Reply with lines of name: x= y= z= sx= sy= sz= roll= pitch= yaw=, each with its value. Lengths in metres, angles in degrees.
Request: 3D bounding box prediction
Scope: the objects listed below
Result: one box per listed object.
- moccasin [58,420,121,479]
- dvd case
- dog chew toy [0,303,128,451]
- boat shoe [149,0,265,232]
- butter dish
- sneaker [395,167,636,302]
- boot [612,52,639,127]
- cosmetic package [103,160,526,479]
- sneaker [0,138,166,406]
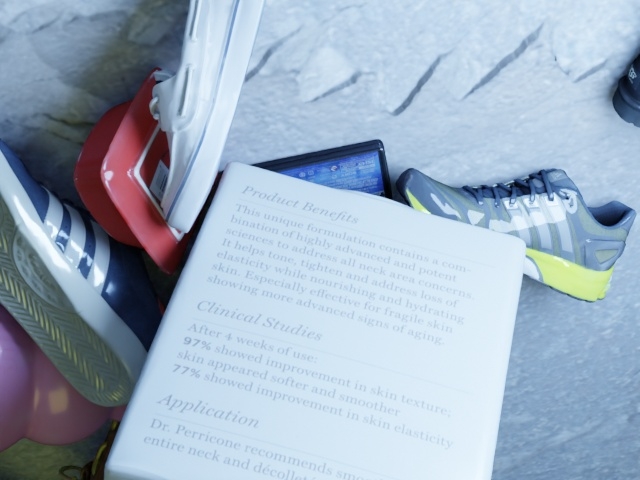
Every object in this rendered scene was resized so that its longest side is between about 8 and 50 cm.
moccasin: x=-0.257 y=0.329 z=1.523 sx=0.139 sy=0.147 sz=0.380 roll=-2 pitch=134 yaw=-25
dvd case: x=0.000 y=0.000 z=1.353 sx=0.180 sy=0.022 sz=0.253 roll=-12 pitch=134 yaw=1
dog chew toy: x=-0.315 y=0.142 z=1.326 sx=0.332 sy=0.206 sz=0.206 roll=2 pitch=134 yaw=-21
boat shoe: x=-0.120 y=-0.139 z=1.118 sx=0.084 sy=0.095 sz=0.258 roll=16 pitch=96 yaw=-5
butter dish: x=-0.194 y=-0.067 z=1.193 sx=0.118 sy=0.160 sz=0.160 roll=-1 pitch=139 yaw=26
sneaker: x=0.220 y=-0.034 z=1.315 sx=0.300 sy=0.111 sz=0.121 roll=18 pitch=112 yaw=-25
boot: x=0.441 y=-0.192 z=1.185 sx=0.246 sy=0.094 sz=0.207 roll=10 pitch=135 yaw=-10
cosmetic package: x=-0.005 y=0.194 z=1.204 sx=0.329 sy=0.394 sz=0.327 roll=15 pitch=138 yaw=4
sneaker: x=-0.273 y=0.002 z=1.232 sx=0.131 sy=0.148 sz=0.350 roll=-26 pitch=103 yaw=38
